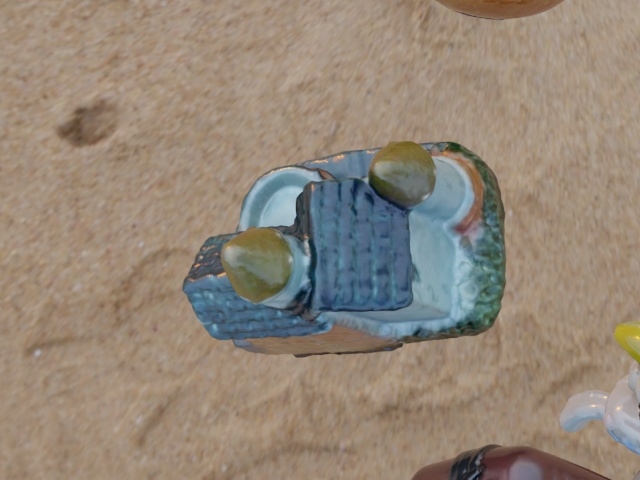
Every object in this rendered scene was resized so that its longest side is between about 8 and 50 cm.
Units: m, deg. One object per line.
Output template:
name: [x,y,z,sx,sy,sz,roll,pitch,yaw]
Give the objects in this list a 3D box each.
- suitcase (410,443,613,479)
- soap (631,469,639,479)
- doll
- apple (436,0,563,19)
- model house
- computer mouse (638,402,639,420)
suitcase: [0.179,0.340,1.236,0.236,0.297,0.161,27,148,-34]
soap: [0.233,0.174,0.414,0.213,0.435,0.350,44,74,-6]
doll: [0.397,0.205,1.645,0.252,0.111,0.237,33,147,23]
apple: [0.171,-0.354,1.406,0.252,0.271,0.206,29,151,-11]
model house: [0.000,0.000,1.202,0.253,0.291,0.184,-5,83,24]
computer mouse: [0.251,0.158,0.827,0.146,0.077,0.241,-24,77,37]
